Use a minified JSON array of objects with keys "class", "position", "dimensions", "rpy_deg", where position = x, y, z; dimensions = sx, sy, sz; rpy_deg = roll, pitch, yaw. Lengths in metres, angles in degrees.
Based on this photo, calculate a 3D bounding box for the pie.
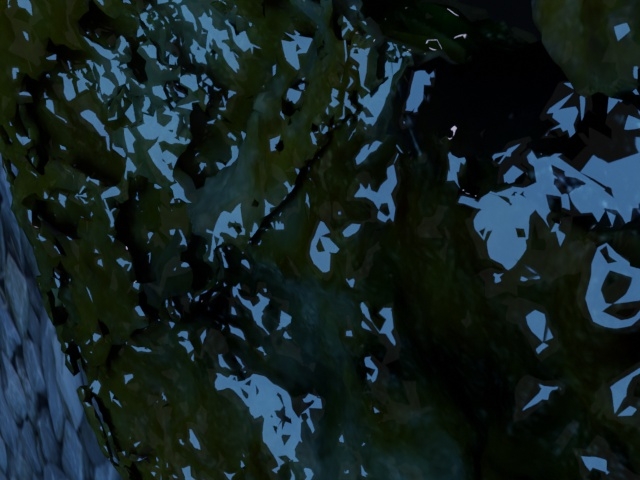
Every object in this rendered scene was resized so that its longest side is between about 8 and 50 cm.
[{"class":"pie","position":[0.009,0.008,0.553],"dimensions":[0.371,0.078,0.296],"rpy_deg":[35,133,36]}]

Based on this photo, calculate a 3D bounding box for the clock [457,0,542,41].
[{"class":"clock","position":[0.056,-0.042,0.660],"dimensions":[0.096,0.143,0.202],"rpy_deg":[8,113,68]}]
